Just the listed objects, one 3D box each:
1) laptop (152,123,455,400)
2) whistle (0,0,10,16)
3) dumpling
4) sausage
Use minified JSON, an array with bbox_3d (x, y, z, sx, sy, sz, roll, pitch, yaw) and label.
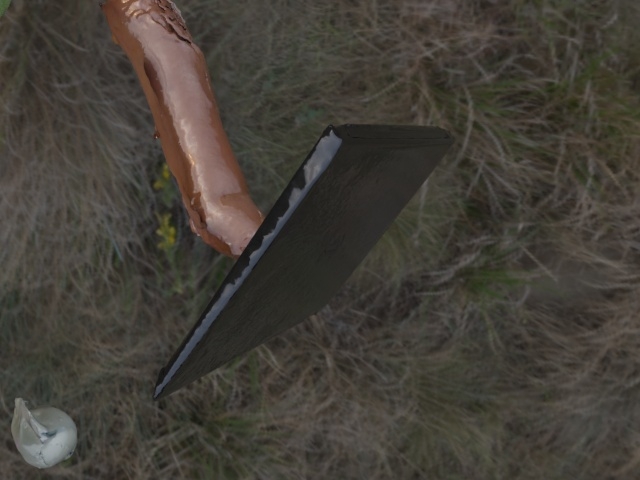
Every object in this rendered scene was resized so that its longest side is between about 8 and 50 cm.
[{"bbox_3d":[0.000,0.000,0.414,0.016,0.197,0.135,40,107,12],"label":"laptop"},{"bbox_3d":[-0.559,-0.427,1.314,0.141,0.294,0.141,-29,152,-17],"label":"whistle"},{"bbox_3d":[-0.521,0.353,1.614,0.108,0.127,0.188,-52,157,-20],"label":"dumpling"},{"bbox_3d":[-0.126,-0.114,0.826,0.078,0.078,0.304,-20,79,-20],"label":"sausage"}]
